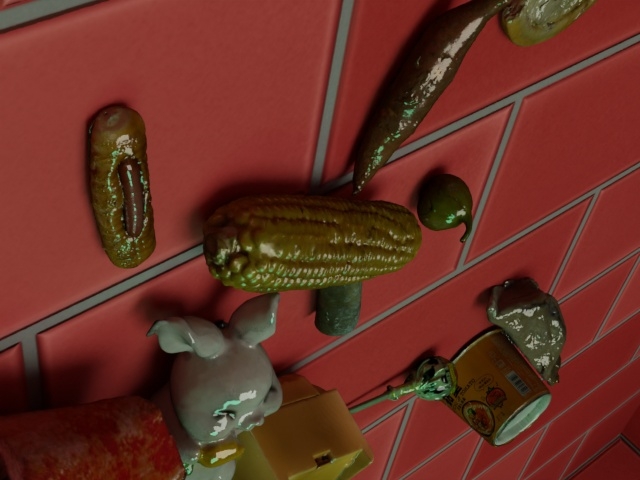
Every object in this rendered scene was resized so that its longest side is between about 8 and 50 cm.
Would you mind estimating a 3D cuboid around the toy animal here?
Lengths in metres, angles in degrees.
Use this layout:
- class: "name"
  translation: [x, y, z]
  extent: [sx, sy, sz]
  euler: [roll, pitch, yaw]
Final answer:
- class: "toy animal"
  translation: [-0.149, 0.201, 1.294]
  extent: [0.208, 0.154, 0.325]
  euler: [-13, 127, -27]

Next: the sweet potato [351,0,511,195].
- class: "sweet potato"
  translation: [0.113, -0.182, 1.226]
  extent: [0.072, 0.066, 0.314]
  euler: [7, 126, -48]

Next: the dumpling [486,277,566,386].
- class: "dumpling"
  translation: [0.444, 0.160, 2.033]
  extent: [0.332, 0.086, 0.166]
  euler: [45, 62, -43]

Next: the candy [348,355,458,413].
- class: "candy"
  translation: [0.132, 0.294, 1.895]
  extent: [0.305, 0.083, 0.091]
  euler: [-18, 137, -29]

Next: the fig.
- class: "fig"
  translation: [0.189, -0.050, 1.468]
  extent: [0.084, 0.098, 0.082]
  euler: [-52, 152, -12]

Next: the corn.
- class: "corn"
  translation: [0.000, 0.000, 1.247]
  extent: [0.363, 0.120, 0.120]
  euler: [-5, 133, -48]

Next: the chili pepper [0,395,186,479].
- class: "chili pepper"
  translation: [-0.314, 0.278, 1.142]
  extent: [0.305, 0.229, 0.251]
  euler: [-17, 140, -58]

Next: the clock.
- class: "clock"
  translation: [-0.109, 0.364, 1.543]
  extent: [0.244, 0.200, 0.317]
  euler: [-2, 139, -49]

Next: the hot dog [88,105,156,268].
- class: "hot dog"
  translation: [-0.196, -0.041, 1.012]
  extent: [0.066, 0.047, 0.216]
  euler: [-27, 147, -26]

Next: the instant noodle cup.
- class: "instant noodle cup"
  translation: [0.366, 0.316, 2.117]
  extent: [0.215, 0.172, 0.216]
  euler: [-32, 151, -21]

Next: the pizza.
- class: "pizza"
  translation: [0.339, -0.364, 1.318]
  extent: [0.181, 0.034, 0.262]
  euler: [-4, 131, -51]

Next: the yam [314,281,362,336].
- class: "yam"
  translation: [0.029, 0.068, 1.442]
  extent: [0.068, 0.068, 0.169]
  euler: [-31, 150, -25]
